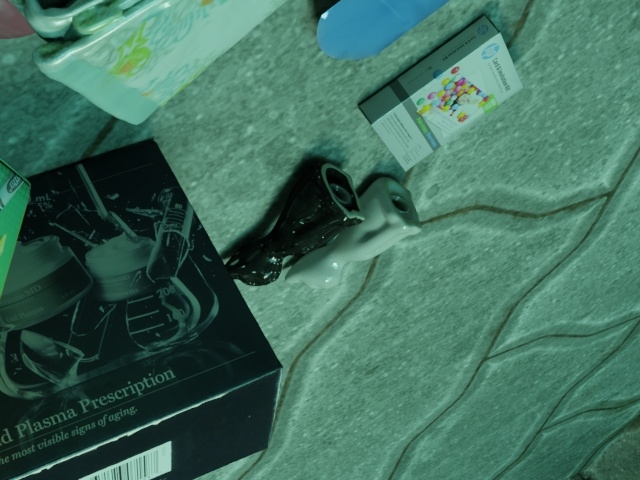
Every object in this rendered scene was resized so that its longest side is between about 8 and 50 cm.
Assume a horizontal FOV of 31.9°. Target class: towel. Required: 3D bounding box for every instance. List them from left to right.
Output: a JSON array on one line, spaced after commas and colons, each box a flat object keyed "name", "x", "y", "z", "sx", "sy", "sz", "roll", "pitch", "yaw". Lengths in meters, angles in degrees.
[{"name": "towel", "x": -0.052, "y": -0.216, "z": 0.790, "sx": 0.320, "sy": 0.090, "sz": 0.374, "roll": -37, "pitch": -177, "yaw": -1}]

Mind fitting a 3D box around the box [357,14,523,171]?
[{"name": "box", "x": 0.151, "y": -0.177, "z": 1.379, "sx": 0.186, "sy": 0.038, "sz": 0.145, "roll": -36, "pitch": 152, "yaw": 5}]

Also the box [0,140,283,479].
[{"name": "box", "x": -0.263, "y": 0.109, "z": 1.135, "sx": 0.343, "sy": 0.312, "sz": 0.179, "roll": -21, "pitch": 149, "yaw": -21}]

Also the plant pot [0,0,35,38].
[{"name": "plant pot", "x": -0.246, "y": -0.229, "z": 0.767, "sx": 0.201, "sy": 0.201, "sz": 0.180, "roll": -33, "pitch": 167, "yaw": 2}]

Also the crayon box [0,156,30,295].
[{"name": "crayon box", "x": -0.367, "y": 0.058, "z": 0.946, "sx": 0.165, "sy": 0.278, "sz": 0.081, "roll": 3, "pitch": 158, "yaw": 20}]

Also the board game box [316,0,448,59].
[{"name": "board game box", "x": 0.066, "y": -0.258, "z": 1.177, "sx": 0.169, "sy": 0.033, "sz": 0.133, "roll": -35, "pitch": 157, "yaw": 16}]

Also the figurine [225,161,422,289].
[{"name": "figurine", "x": 0.000, "y": 0.000, "z": 1.475, "sx": 0.209, "sy": 0.092, "sz": 0.215, "roll": -39, "pitch": 153, "yaw": 29}]
